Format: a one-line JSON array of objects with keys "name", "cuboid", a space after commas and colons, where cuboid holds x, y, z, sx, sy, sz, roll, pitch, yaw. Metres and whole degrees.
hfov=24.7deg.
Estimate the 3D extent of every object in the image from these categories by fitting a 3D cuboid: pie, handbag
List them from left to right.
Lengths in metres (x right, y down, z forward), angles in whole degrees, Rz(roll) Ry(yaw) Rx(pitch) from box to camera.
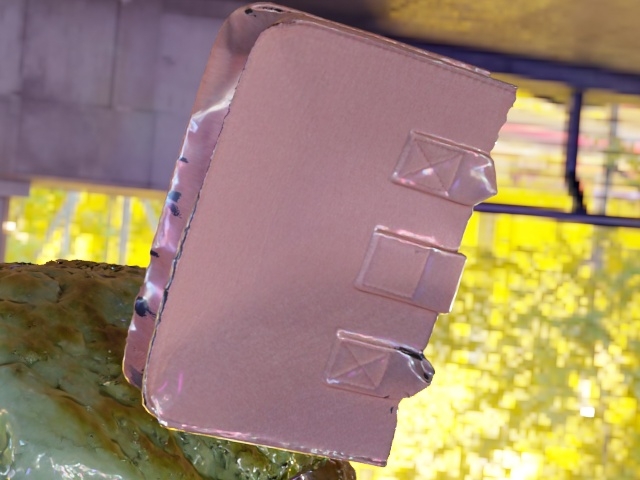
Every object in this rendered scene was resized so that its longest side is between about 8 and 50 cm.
[{"name": "pie", "cuboid": [-0.175, 0.118, 1.218, 0.395, 0.180, 0.418, 34, -169, 30]}, {"name": "handbag", "cuboid": [0.000, 0.000, 0.736, 0.157, 0.212, 0.059, 14, -170, -23]}]
